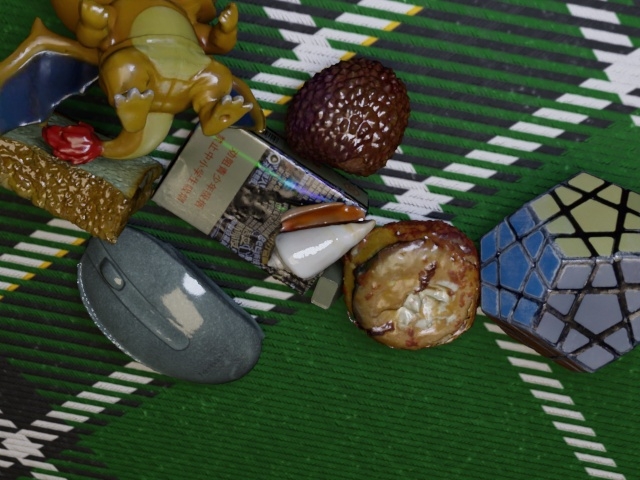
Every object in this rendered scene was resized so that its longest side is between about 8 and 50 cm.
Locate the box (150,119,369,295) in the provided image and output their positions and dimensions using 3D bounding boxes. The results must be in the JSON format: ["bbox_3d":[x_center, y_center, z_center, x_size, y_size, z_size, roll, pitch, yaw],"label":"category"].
[{"bbox_3d":[-0.098,-0.073,1.348,0.310,0.084,0.198,33,111,-9],"label":"box"}]

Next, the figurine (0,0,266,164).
[{"bbox_3d":[-0.277,-0.299,1.119,0.401,0.387,0.268,-12,157,-21],"label":"figurine"}]

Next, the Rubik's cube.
[{"bbox_3d":[0.403,0.052,1.262,0.264,0.319,0.319,6,116,-27],"label":"Rubik's cube"}]

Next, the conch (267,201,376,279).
[{"bbox_3d":[-0.004,-0.005,1.274,0.176,0.104,0.094,-31,146,12],"label":"conch"}]

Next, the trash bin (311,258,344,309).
[{"bbox_3d":[0.020,0.074,1.392,0.043,0.092,0.060,26,113,10],"label":"trash bin"}]

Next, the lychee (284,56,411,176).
[{"bbox_3d":[0.045,-0.194,1.242,0.188,0.188,0.188,2,113,4],"label":"lychee"}]

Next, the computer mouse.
[{"bbox_3d":[-0.267,0.125,1.429,0.374,0.114,0.203,37,111,-10],"label":"computer mouse"}]

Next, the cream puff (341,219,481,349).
[{"bbox_3d":[0.150,0.066,1.347,0.240,0.164,0.240,-2,125,-3],"label":"cream puff"}]

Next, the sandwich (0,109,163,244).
[{"bbox_3d":[-0.407,-0.125,1.250,0.301,0.271,0.099,24,103,-5],"label":"sandwich"}]
